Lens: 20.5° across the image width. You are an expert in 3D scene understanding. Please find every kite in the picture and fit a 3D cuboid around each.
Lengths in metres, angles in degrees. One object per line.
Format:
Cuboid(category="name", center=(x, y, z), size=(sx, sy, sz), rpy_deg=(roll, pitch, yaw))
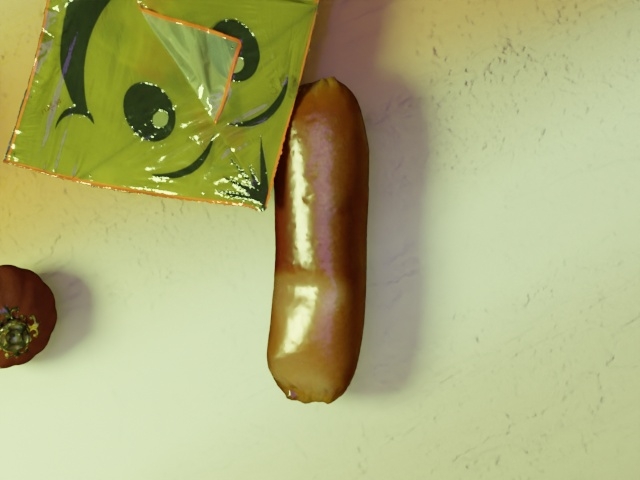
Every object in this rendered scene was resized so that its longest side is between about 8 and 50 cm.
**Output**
Cuboid(category="kite", center=(-0.134, -0.158, 1.639), size=(0.377, 0.013, 0.327), rpy_deg=(-37, 74, 9))

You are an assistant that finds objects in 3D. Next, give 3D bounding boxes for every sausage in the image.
Cuboid(category="sausage", center=(0.000, 0.000, 1.633), size=(0.089, 0.083, 0.300), rpy_deg=(2, 92, 10))

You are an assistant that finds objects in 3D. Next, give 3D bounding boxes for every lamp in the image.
Cuboid(category="lamp", center=(-0.295, 0.071, 1.649), size=(0.101, 0.090, 0.101), rpy_deg=(-9, 119, -16))
